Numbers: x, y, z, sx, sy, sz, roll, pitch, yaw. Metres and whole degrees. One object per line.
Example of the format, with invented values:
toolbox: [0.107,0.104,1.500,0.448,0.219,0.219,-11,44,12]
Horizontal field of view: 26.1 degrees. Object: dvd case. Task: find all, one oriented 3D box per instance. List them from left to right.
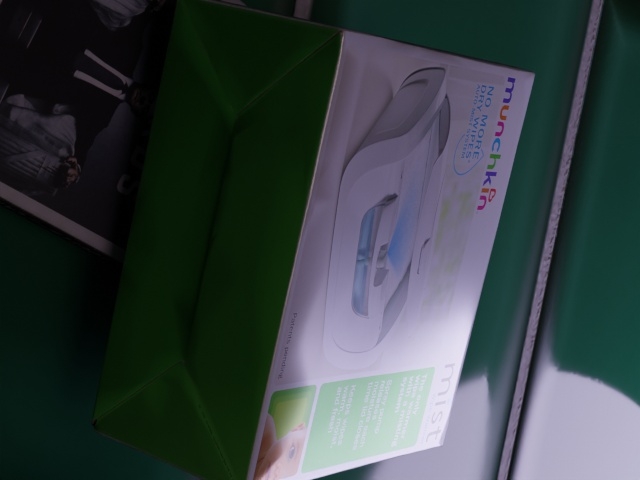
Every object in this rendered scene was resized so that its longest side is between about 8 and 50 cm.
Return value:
dvd case: [-0.125,-0.090,0.797,0.238,0.029,0.179,33,79,-45]

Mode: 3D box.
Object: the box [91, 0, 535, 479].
box: [0.000,0.000,0.851,0.231,0.126,0.262,2,104,-55]
